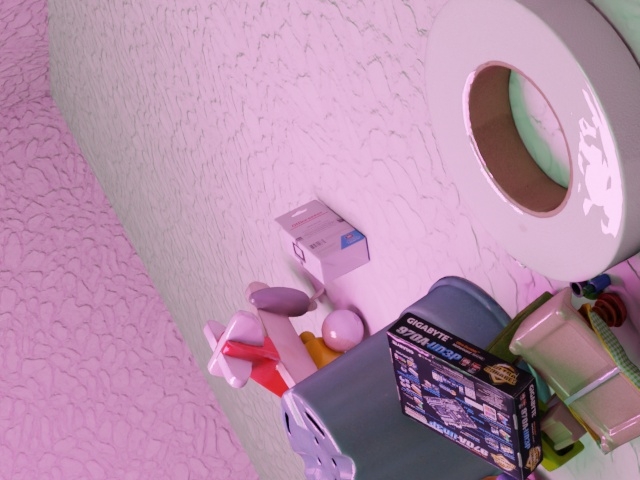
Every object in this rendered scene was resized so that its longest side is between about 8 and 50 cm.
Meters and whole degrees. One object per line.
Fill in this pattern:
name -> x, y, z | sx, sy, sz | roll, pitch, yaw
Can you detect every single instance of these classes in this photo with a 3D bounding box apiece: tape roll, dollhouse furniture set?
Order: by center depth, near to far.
tape roll -> 0.266, -0.133, 1.420 | 0.392, 0.072, 0.392 | 50, 156, 33
dollhouse furniture set -> 0.350, 0.158, 1.506 | 0.197, 0.151, 0.301 | 47, 151, 6

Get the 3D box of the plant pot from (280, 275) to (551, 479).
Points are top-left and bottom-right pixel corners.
plant pot -> 0.139, 0.282, 1.840 | 0.341, 0.334, 0.341 | 50, 156, 32

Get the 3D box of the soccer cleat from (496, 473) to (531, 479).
soccer cleat -> 0.378, 0.453, 1.837 | 0.248, 0.083, 0.095 | 50, 140, 32

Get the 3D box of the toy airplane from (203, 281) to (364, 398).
toy airplane -> -0.040, 0.228, 2.307 | 0.386, 0.272, 0.384 | 48, -170, 6

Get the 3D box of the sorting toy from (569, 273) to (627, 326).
sorting toy -> 0.352, 0.074, 1.493 | 0.102, 0.042, 0.061 | 48, 154, 37

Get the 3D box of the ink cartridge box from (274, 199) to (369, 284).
ink cartridge box -> 0.000, 0.000, 2.178 | 0.180, 0.104, 0.060 | 41, 150, 49

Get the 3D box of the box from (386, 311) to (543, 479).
box -> 0.196, 0.212, 1.571 | 0.220, 0.051, 0.175 | 25, 143, 38

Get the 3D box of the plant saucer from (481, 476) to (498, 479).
plant saucer -> 0.292, 0.520, 2.105 | 0.333, 0.081, 0.333 | 23, 135, 62
